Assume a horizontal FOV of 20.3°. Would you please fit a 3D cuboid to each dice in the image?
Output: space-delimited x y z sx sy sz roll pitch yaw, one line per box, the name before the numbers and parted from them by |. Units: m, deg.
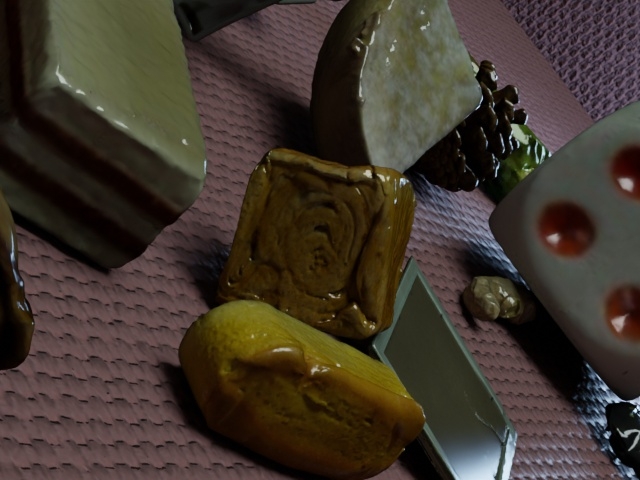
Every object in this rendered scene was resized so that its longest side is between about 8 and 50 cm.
dice | 0.405 0.014 2.282 0.304 0.277 0.304 55 9 9

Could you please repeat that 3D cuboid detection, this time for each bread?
bread | -0.010 0.127 1.449 0.245 0.102 0.094 31 23 -47
bread | 0.000 0.000 1.593 0.149 0.158 0.143 10 6 9

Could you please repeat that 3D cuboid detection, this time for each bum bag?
bum bag | 0.423 0.292 2.175 0.232 0.060 0.107 52 27 16

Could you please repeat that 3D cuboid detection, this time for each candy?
candy | -0.206 -0.138 1.485 0.179 0.135 0.320 35 22 -32

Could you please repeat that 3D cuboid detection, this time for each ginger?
ginger | 0.212 0.072 2.165 0.069 0.051 0.173 48 22 18

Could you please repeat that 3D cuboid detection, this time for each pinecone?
pinecone | 0.177 -0.159 2.358 0.185 0.169 0.212 63 31 -1

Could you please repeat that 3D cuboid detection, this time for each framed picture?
framed picture | 0.124 0.154 1.766 0.231 0.018 0.293 59 17 -8

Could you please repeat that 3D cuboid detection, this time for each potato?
potato | 0.033 -0.174 2.034 0.264 0.189 0.211 -46 117 -42

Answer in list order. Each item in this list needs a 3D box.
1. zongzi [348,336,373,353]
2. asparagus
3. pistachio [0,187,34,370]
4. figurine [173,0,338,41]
zongzi | 0.025 0.077 1.728 0.104 0.052 0.113 10 55 -51
asparagus | 0.239 -0.161 2.594 0.108 0.128 0.382 -36 85 -35
pistachio | -0.255 -0.003 1.125 0.210 0.130 0.165 50 -22 4
figurine | -0.134 -0.339 2.002 0.342 0.167 0.285 41 22 -10
